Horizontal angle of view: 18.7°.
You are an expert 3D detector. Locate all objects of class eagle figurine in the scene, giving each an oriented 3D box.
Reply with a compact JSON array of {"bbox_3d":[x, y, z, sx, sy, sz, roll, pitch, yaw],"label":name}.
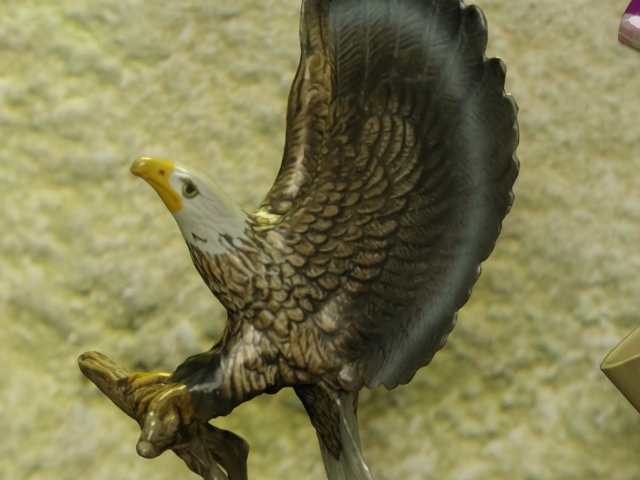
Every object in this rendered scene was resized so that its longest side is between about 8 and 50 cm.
[{"bbox_3d":[-0.006,-0.005,1.074,0.226,0.225,0.298,38,87,28],"label":"eagle figurine"}]

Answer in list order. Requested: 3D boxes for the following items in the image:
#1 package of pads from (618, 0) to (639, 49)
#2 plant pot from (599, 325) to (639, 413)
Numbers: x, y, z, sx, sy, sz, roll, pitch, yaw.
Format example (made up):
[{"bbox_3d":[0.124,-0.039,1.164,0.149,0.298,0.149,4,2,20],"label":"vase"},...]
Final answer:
[{"bbox_3d":[0.229,-0.130,1.188,0.083,0.032,0.050,28,74,16],"label":"package of pads"},{"bbox_3d":[0.325,0.108,1.001,0.256,0.256,0.274,-33,87,-4],"label":"plant pot"}]
